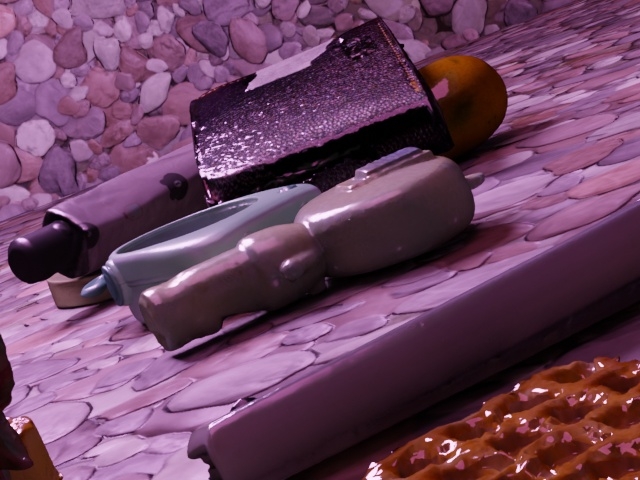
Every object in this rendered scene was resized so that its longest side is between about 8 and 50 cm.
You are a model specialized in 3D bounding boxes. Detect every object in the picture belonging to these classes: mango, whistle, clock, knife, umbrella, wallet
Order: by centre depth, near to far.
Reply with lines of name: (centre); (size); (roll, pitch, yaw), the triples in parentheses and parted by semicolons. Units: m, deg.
knife: (0.061, 0.044, 0.587); (0.265, 0.041, 0.073); (-25, -1, -25)
whistle: (0.000, 0.000, 0.884); (0.258, 0.067, 0.126); (-26, 9, -18)
clock: (-0.091, 0.014, 1.008); (0.188, 0.060, 0.148); (-12, 13, 44)
wallet: (-0.011, -0.114, 1.211); (0.220, 0.071, 0.262); (-25, 30, 4)
umbrella: (-0.165, -0.035, 1.245); (0.073, 0.067, 0.337); (15, 27, 28)
mango: (0.107, -0.118, 1.261); (0.163, 0.090, 0.111); (-30, 21, -19)
clock: (-0.149, 0.010, 1.270); (0.235, 0.029, 0.235); (-18, 10, 3)

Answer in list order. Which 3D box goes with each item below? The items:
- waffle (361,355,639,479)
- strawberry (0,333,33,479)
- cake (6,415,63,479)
waffle: (0.086, 0.070, 0.357); (0.102, 0.042, 0.148); (-23, 10, -26)
strawberry: (-0.243, 0.121, 0.526); (0.306, 0.138, 0.233); (-38, 26, 2)
cake: (-0.168, 0.117, 0.625); (0.084, 0.044, 0.084); (-18, 10, 3)
